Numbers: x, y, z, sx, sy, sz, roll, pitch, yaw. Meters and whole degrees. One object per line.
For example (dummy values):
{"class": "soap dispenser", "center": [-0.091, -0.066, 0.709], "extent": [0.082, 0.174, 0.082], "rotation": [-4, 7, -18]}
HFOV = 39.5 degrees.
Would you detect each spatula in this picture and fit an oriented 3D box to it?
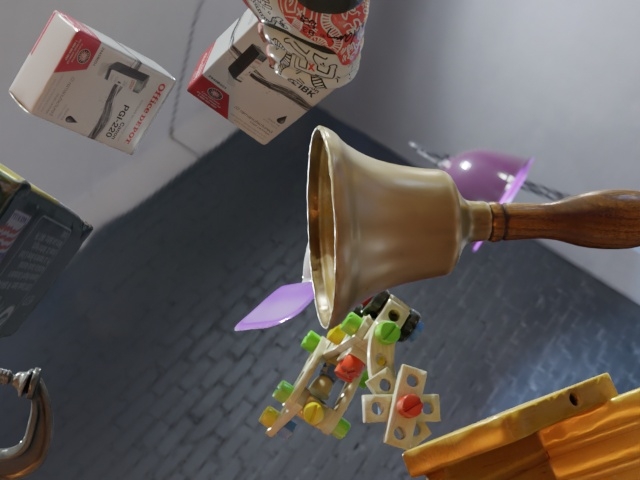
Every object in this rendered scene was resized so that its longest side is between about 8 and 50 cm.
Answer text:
{"class": "spatula", "center": [0.000, 0.000, 1.029], "extent": [0.084, 0.030, 0.296], "rotation": [-9, 38, 41]}

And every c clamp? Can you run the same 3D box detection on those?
{"class": "c clamp", "center": [-0.254, 0.101, 0.601], "extent": [0.022, 0.161, 0.137], "rotation": [-109, 43, -69]}

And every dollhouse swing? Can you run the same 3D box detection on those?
{"class": "dollhouse swing", "center": [0.330, 0.299, 0.859], "extent": [0.315, 0.346, 0.305], "rotation": [-7, -18, -44]}

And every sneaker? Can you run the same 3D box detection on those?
{"class": "sneaker", "center": [-0.062, -0.251, 0.871], "extent": [0.090, 0.270, 0.145], "rotation": [-38, -30, -25]}

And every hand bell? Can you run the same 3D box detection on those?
{"class": "hand bell", "center": [0.118, -0.013, 0.562], "extent": [0.126, 0.242, 0.126], "rotation": [178, 90, -83]}

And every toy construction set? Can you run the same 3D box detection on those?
{"class": "toy construction set", "center": [0.045, 0.186, 1.234], "extent": [0.215, 0.151, 0.328], "rotation": [-56, 19, -23]}

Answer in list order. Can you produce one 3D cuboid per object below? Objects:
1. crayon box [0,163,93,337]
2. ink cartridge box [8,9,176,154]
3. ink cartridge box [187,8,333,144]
{"class": "crayon box", "center": [-0.263, -0.072, 0.379], "extent": [0.081, 0.318, 0.202], "rotation": [-55, 4, -7]}
{"class": "ink cartridge box", "center": [-0.371, -0.254, 1.473], "extent": [0.218, 0.092, 0.158], "rotation": [21, -74, -52]}
{"class": "ink cartridge box", "center": [-0.092, -0.330, 1.685], "extent": [0.273, 0.197, 0.114], "rotation": [-32, 32, 44]}
